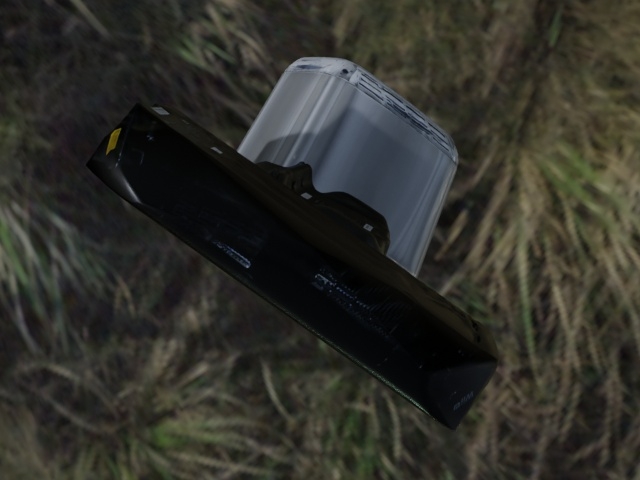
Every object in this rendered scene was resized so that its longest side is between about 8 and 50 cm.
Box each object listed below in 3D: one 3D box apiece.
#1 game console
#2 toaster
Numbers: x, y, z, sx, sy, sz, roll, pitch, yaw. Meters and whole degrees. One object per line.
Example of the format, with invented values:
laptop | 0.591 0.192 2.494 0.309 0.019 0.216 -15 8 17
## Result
game console | 0.000 0.000 0.799 0.213 0.361 0.044 36 97 1
toaster | 0.016 -0.064 1.249 0.227 0.129 0.146 33 77 -31
